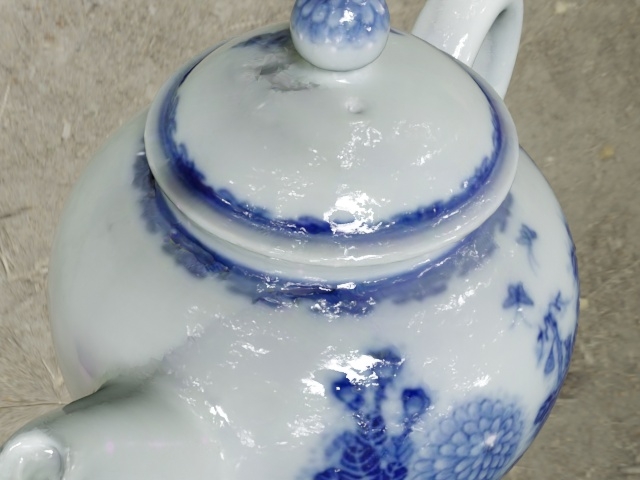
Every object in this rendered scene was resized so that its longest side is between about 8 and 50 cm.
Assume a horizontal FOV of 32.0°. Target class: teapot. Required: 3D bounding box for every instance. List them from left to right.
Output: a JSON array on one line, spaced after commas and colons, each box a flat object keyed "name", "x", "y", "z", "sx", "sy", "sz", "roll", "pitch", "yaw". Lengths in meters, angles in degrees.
[{"name": "teapot", "x": 0.000, "y": 0.000, "z": 0.523, "sx": 0.252, "sy": 0.280, "sz": 0.424, "roll": 24, "pitch": 47, "yaw": 19}]
